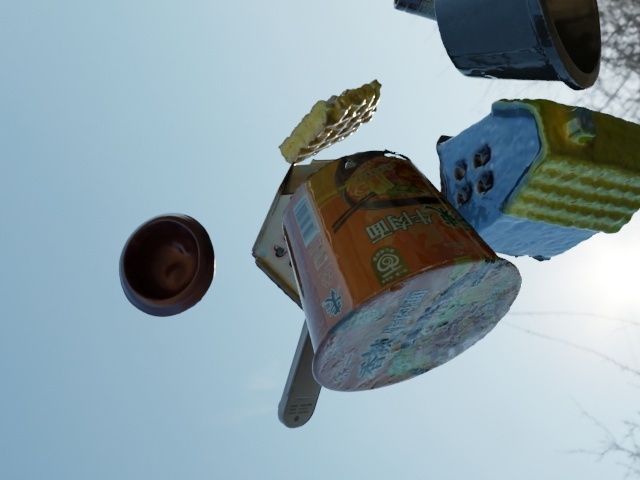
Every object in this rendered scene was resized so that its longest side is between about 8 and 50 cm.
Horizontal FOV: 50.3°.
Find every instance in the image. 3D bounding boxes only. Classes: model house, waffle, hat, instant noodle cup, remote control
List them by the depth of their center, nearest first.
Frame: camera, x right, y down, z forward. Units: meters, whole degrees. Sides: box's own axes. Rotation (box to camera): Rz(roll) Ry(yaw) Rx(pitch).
[{"bbox_3d":[0.067,0.027,0.729,0.230,0.230,0.182,3,-134,-35],"label":"instant noodle cup"},{"bbox_3d":[0.350,-0.106,1.060,0.237,0.303,0.216,7,-107,-23],"label":"model house"},{"bbox_3d":[-0.019,0.225,1.227,0.077,0.245,0.022,9,-168,-40],"label":"remote control"},{"bbox_3d":[-0.285,0.047,1.289,0.205,0.205,0.089,48,178,20],"label":"hat"},{"bbox_3d":[0.000,0.000,1.293,0.244,0.326,0.169,-4,-148,13],"label":"model house"},{"bbox_3d":[0.047,-0.261,1.443,0.219,0.229,0.057,-29,-96,-39],"label":"waffle"}]

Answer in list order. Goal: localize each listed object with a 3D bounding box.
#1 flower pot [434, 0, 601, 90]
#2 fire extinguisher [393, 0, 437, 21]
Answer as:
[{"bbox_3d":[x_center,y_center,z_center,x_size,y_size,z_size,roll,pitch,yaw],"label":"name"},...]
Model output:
[{"bbox_3d":[0.259,-0.314,0.913,0.269,0.166,0.269,16,-111,-48],"label":"flower pot"},{"bbox_3d":[0.236,-0.376,1.136,0.231,0.099,0.071,16,-173,-9],"label":"fire extinguisher"}]
